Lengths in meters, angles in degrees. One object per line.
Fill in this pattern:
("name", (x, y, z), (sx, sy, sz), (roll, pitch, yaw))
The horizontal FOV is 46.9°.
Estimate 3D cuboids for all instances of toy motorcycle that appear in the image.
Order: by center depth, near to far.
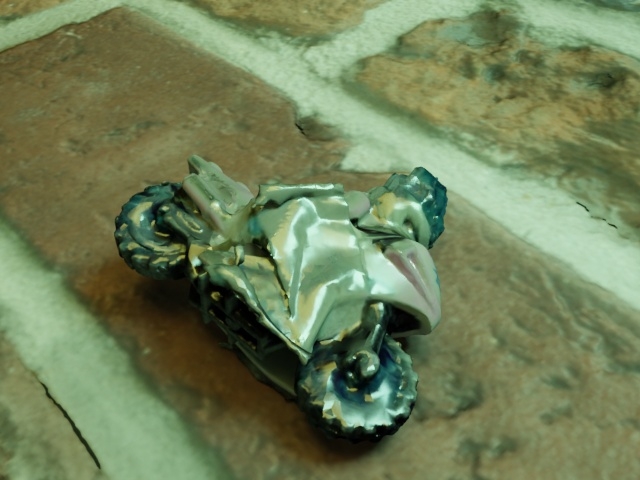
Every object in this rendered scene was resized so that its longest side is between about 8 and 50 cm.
("toy motorcycle", (-0.001, 0.003, 0.513), (0.239, 0.108, 0.204), (44, 62, 9))
